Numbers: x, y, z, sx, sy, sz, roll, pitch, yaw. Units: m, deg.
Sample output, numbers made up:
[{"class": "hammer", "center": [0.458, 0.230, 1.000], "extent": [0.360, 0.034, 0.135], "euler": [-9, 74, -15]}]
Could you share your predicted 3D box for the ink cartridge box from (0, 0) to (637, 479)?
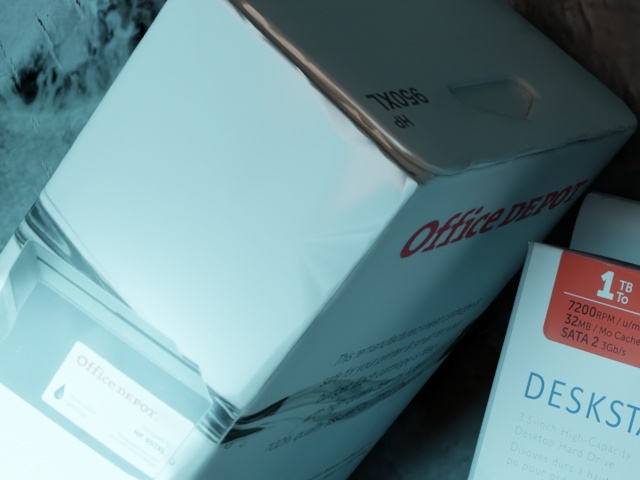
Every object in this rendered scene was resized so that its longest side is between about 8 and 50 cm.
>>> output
[{"class": "ink cartridge box", "center": [-0.043, 0.040, 1.054], "extent": [0.166, 0.285, 0.395], "euler": [45, 116, 15]}]

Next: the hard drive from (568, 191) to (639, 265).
[{"class": "hard drive", "center": [0.263, 0.124, 0.985], "extent": [0.353, 0.047, 0.233], "euler": [17, 94, 39]}]

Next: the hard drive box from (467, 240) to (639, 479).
[{"class": "hard drive box", "center": [0.167, 0.135, 0.940], "extent": [0.181, 0.089, 0.232], "euler": [16, 93, 39]}]
